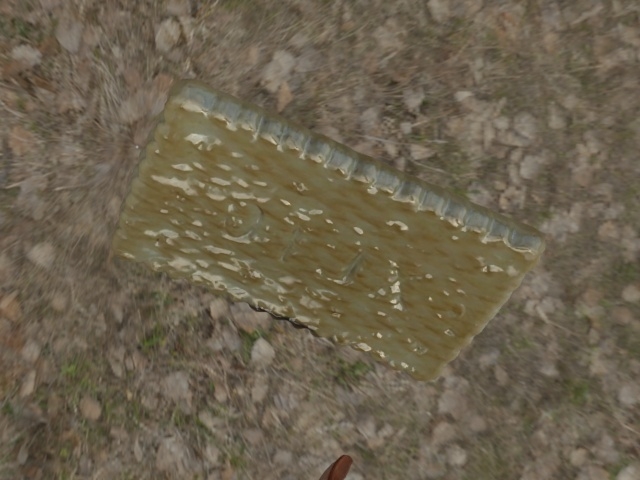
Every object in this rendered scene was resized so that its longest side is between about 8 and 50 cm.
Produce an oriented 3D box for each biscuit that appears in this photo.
[{"bbox_3d":[0.000,0.000,0.878,0.325,0.044,0.217,22,134,-9],"label":"biscuit"}]

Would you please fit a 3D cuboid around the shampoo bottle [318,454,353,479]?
[{"bbox_3d":[0.093,0.229,0.648,0.244,0.085,0.085,38,88,-2],"label":"shampoo bottle"}]
